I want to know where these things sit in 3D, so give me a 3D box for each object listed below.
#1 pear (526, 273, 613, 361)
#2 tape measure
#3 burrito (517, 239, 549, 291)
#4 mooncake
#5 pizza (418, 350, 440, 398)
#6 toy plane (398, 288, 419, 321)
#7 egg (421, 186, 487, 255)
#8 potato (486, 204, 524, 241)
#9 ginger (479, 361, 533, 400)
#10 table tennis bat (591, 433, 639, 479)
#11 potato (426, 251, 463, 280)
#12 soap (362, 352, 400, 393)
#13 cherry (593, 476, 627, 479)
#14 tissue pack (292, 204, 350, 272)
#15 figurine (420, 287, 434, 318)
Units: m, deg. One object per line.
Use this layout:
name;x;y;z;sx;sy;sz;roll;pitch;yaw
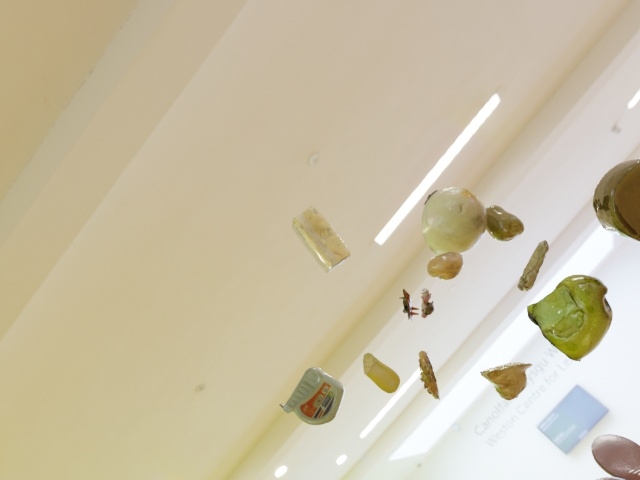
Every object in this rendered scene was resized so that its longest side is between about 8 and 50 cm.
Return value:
pear;0.890;0.255;1.567;0.164;0.238;0.255;16;-54;-40
tape measure;-0.024;0.725;2.097;0.243;0.246;0.125;-57;-11;-7
burrito;0.693;0.079;1.472;0.188;0.045;0.058;-61;-8;-5
mooncake;1.065;-0.132;1.494;0.284;0.285;0.155;-55;-1;12
pizza;0.463;0.582;1.973;0.069;0.147;0.226;-17;-56;6
toy plane;0.400;0.287;2.096;0.061;0.130;0.189;-15;-54;27
egg;0.619;-0.076;2.010;0.338;0.201;0.336;-2;-86;-27
potato;0.840;-0.082;2.114;0.157;0.193;0.157;-27;-23;-12
ginger;0.578;0.447;1.435;0.193;0.115;0.122;7;-100;-33
table tennis bat;1.238;0.895;1.812;0.201;0.310;0.038;-21;-64;-11
potato;0.491;0.102;1.780;0.147;0.111;0.112;-14;-38;7
soap;0.214;0.488;1.664;0.089;0.169;0.033;-62;-25;9
cherry;0.841;0.788;1.216;0.221;0.261;0.307;-53;1;20
tissue pack;0.000;0.000;1.427;0.092;0.196;0.148;-35;-5;-11
figurine;0.462;0.274;1.974;0.072;0.054;0.129;-40;-51;-45
